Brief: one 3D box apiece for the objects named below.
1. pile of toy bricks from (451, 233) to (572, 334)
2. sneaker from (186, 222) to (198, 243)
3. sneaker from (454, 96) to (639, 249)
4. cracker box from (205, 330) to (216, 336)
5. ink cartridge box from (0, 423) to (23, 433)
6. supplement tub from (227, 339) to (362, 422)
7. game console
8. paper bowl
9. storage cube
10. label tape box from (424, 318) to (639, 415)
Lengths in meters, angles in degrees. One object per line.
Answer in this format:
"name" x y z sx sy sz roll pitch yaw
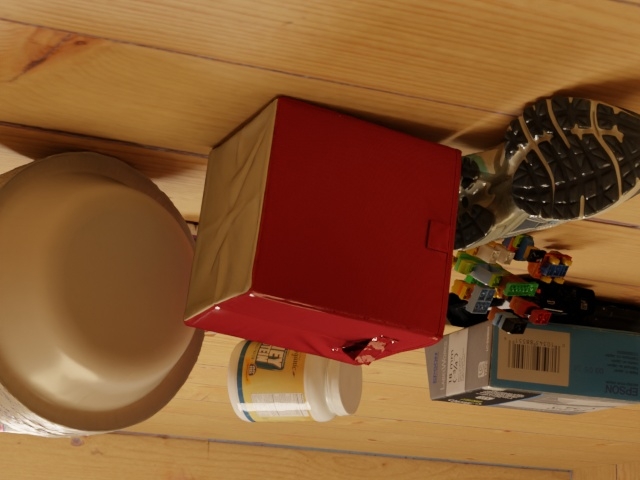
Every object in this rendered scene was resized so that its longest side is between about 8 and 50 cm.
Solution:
"pile of toy bricks" 0.203 0.036 1.641 0.105 0.118 0.212 32 -164 37
"sneaker" -0.111 0.026 1.678 0.170 0.071 0.068 7 165 -19
"sneaker" 0.222 -0.068 1.259 0.122 0.110 0.283 -10 176 -32
"cracker box" -0.203 0.080 1.910 0.155 0.067 0.232 5 166 -13
"ink cartridge box" -0.545 0.224 2.263 0.278 0.117 0.201 8 -164 -20
"supplement tub" -0.042 0.235 2.319 0.199 0.144 0.144 -3 164 20
"game console" 0.364 0.110 1.979 0.361 0.044 0.213 11 165 -27
"paper bowl" -0.234 0.052 1.377 0.284 0.284 0.148 15 160 -40
"storage cube" 0.000 0.000 1.295 0.193 0.215 0.183 15 162 -22
"label tape box" 0.296 0.196 2.038 0.240 0.106 0.333 7 167 -15
